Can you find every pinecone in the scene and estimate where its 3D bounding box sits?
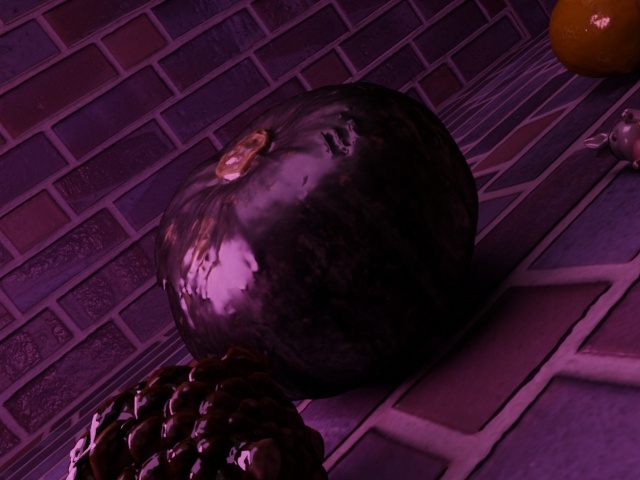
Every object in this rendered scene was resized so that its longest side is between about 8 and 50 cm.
[{"bbox_3d":[-0.110,0.218,0.525,0.224,0.224,0.272,-44,0,-41],"label":"pinecone"}]

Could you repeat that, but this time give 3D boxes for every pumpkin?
[{"bbox_3d":[0.000,0.000,0.804,0.454,0.344,0.454,-33,26,18],"label":"pumpkin"}]

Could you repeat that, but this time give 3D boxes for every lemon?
[{"bbox_3d":[0.590,-0.446,1.223,0.233,0.234,0.288,-36,1,2],"label":"lemon"}]

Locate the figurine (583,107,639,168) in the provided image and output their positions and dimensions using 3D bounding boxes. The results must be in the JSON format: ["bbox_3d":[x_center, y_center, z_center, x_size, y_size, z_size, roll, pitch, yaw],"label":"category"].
[{"bbox_3d":[0.406,-0.129,0.756,0.146,0.081,0.098,-29,12,40],"label":"figurine"}]

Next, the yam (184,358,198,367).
[{"bbox_3d":[-0.194,0.256,0.940,0.279,0.131,0.131,-42,10,-36],"label":"yam"}]
